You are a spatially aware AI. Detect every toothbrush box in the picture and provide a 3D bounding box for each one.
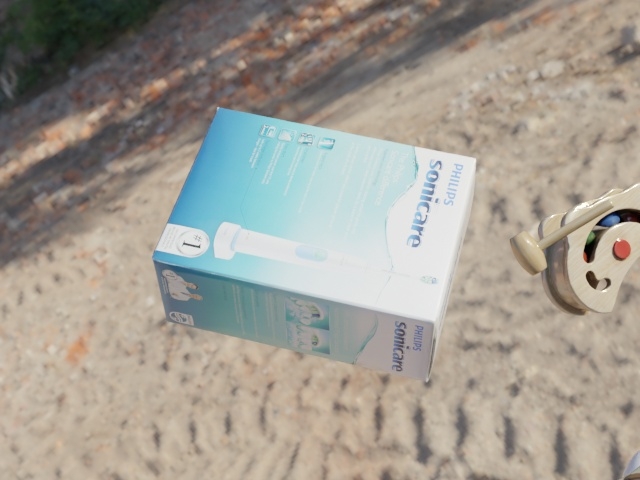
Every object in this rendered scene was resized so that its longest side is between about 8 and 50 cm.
[{"bbox_3d":[0.000,0.000,1.211,0.295,0.126,0.216,11,55,10],"label":"toothbrush box"}]

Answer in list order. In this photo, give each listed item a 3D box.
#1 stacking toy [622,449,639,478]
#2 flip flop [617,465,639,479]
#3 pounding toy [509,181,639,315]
[{"bbox_3d":[0.370,0.473,1.474,0.350,0.350,0.480,9,72,60],"label":"stacking toy"},{"bbox_3d":[0.200,0.188,0.714,0.277,0.112,0.080,-12,-11,-4],"label":"flip flop"},{"bbox_3d":[0.406,0.018,1.607,0.269,0.154,0.155,-22,1,-20],"label":"pounding toy"}]
